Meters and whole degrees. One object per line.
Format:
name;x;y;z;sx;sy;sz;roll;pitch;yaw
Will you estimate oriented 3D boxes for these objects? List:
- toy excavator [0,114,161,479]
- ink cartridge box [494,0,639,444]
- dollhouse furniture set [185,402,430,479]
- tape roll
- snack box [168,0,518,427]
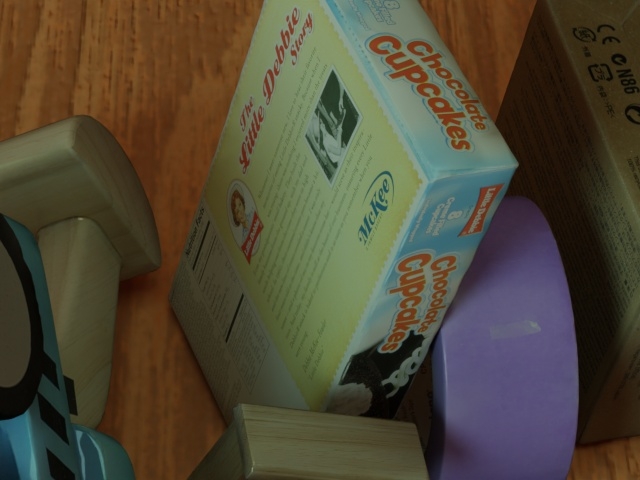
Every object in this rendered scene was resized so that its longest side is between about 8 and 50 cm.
toy excavator;-0.191;0.095;1.011;0.222;0.445;0.433;-18;70;13
ink cartridge box;0.191;-0.019;1.230;0.088;0.193;0.235;-6;54;-15
dollhouse furniture set;-0.010;0.231;0.988;0.212;0.161;0.242;9;49;-28
tape roll;0.089;0.068;1.152;0.080;0.189;0.189;-4;53;-11
snack box;0.000;0.000;1.107;0.060;0.322;0.187;-10;54;-27
